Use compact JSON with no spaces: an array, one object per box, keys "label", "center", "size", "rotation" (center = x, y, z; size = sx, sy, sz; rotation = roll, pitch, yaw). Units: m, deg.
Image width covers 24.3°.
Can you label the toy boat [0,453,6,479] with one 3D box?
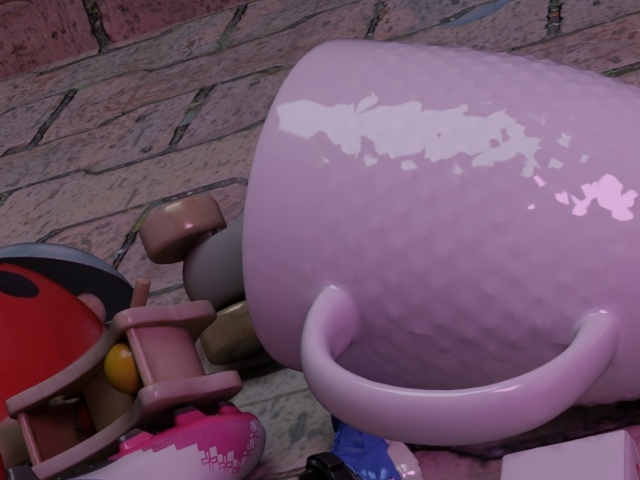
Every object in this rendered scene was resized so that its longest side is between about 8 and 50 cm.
[{"label":"toy boat","center":[-0.379,0.228,1.142],"size":[0.267,0.148,0.318],"rotation":[24,51,37]}]

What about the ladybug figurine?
[{"label":"ladybug figurine","center":[-0.394,0.152,1.397],"size":[0.449,0.162,0.305],"rotation":[-35,25,-34]}]

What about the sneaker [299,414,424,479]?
[{"label":"sneaker","center":[0.015,0.168,1.141],"size":[0.084,0.058,0.152],"rotation":[-16,26,-14]}]

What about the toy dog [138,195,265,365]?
[{"label":"toy dog","center":[0.000,0.000,1.433],"size":[0.333,0.220,0.161],"rotation":[-8,-8,11]}]

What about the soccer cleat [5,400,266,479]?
[{"label":"soccer cleat","center":[-0.149,0.224,1.111],"size":[0.331,0.143,0.116],"rotation":[-14,-20,-49]}]

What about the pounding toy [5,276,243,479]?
[{"label":"pounding toy","center":[-0.186,0.108,1.257],"size":[0.154,0.155,0.269],"rotation":[-13,-18,-29]}]

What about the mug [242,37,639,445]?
[{"label":"mug","center":[0.127,0.020,1.111],"size":[0.328,0.276,0.374],"rotation":[9,36,25]}]

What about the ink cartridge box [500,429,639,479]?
[{"label":"ink cartridge box","center":[0.148,0.214,0.800],"size":[0.082,0.140,0.191],"rotation":[-16,21,16]}]

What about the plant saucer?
[{"label":"plant saucer","center":[-0.288,0.040,1.562],"size":[0.195,0.195,0.037],"rotation":[-11,63,23]}]
